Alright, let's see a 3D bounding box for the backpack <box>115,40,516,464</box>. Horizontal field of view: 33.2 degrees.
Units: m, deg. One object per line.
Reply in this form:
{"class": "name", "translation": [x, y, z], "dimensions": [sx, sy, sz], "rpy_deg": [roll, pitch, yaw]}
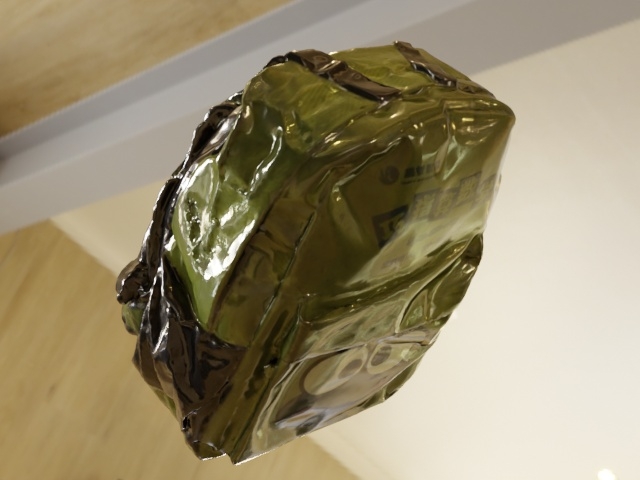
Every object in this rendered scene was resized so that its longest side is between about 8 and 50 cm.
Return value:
{"class": "backpack", "translation": [0.000, 0.000, 0.607], "dimensions": [0.140, 0.207, 0.253], "rpy_deg": [48, -45, 27]}
